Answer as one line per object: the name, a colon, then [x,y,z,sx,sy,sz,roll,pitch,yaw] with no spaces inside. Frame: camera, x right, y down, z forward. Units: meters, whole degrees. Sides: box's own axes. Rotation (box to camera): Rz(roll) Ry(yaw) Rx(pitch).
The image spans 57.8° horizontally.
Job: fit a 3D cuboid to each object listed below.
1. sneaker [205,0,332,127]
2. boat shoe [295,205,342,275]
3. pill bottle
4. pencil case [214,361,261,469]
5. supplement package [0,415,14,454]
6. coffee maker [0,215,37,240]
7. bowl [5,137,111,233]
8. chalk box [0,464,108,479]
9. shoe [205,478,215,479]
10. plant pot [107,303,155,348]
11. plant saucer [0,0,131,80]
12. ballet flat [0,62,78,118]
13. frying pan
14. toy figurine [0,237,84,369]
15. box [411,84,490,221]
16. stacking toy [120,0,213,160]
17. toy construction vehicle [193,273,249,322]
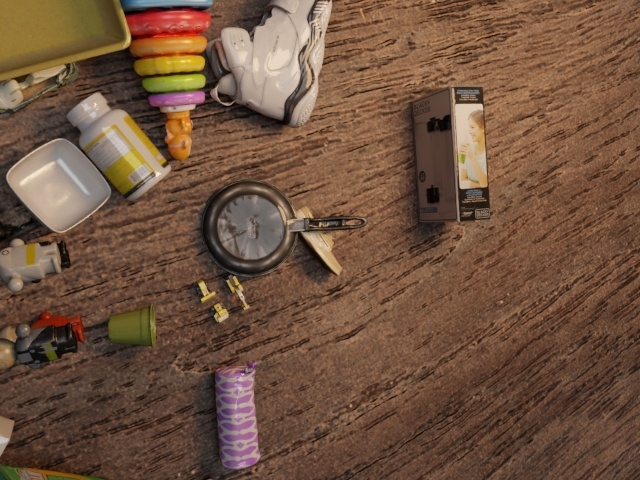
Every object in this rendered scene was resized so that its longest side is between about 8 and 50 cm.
sneaker: [-0.102,-0.419,1.140,0.210,0.137,0.366,6,92,-26]
boat shoe: [0.000,0.000,1.234,0.059,0.063,0.170,-41,105,-12]
pill bottle: [-0.366,-0.170,1.049,0.103,0.103,0.184,-42,106,-17]
pencil case: [-0.164,0.348,1.161,0.088,0.086,0.206,-4,94,-51]
supplement package: [-0.604,0.376,0.953,0.105,0.105,0.179,31,80,-21]
coffee maker: [-0.603,-0.061,0.953,0.178,0.120,0.171,61,29,-13]
bowl: [-0.462,-0.093,1.020,0.142,0.053,0.142,52,52,-16]
chalk box: [-0.454,0.484,0.922,0.289,0.180,0.179,39,74,-49]
shoe: [-0.277,0.555,1.115,0.058,0.076,0.219,40,78,-24]
plant pot: [-0.352,0.163,1.081,0.079,0.083,0.084,-4,92,-11]
plant saucer: [-0.519,-0.435,0.959,0.332,0.081,0.333,-17,98,-7]
ballet flat: [-0.511,-0.274,1.005,0.188,0.070,0.070,-38,105,-18]
frying pan: [-0.081,-0.005,1.168,0.325,0.053,0.198,19,87,-6]
toy figurine: [-0.484,0.103,0.945,0.148,0.209,0.213,-11,95,-17]
box: [0.289,-0.187,1.303,0.087,0.169,0.290,-5,94,-21]
stacking toy: [-0.274,-0.298,1.075,0.165,0.175,0.302,-14,109,-29]
toy construction vehicle: [-0.196,0.111,1.165,0.085,0.035,0.098,-27,101,-21]
